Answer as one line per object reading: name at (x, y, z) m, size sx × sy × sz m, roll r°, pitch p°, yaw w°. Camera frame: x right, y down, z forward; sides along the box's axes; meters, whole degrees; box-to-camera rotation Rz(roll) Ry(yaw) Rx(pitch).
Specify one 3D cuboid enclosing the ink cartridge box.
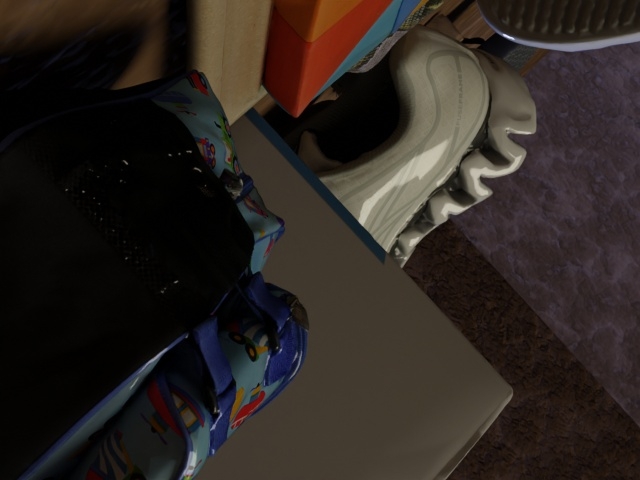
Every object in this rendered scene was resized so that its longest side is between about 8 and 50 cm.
ink cartridge box at (-0.088, 0.110, 0.812) m, size 0.197 × 0.198 × 0.270 m, roll -41°, pitch 179°, yaw -41°

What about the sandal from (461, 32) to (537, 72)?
sandal at (0.055, -0.101, 1.237) m, size 0.254 × 0.054 × 0.097 m, roll -33°, pitch 172°, yaw 13°

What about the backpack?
backpack at (-0.077, 0.026, 0.492) m, size 0.158 × 0.117 × 0.173 m, roll -42°, pitch 180°, yaw 21°

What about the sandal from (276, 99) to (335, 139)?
sandal at (-0.047, -0.014, 1.003) m, size 0.180 × 0.049 × 0.072 m, roll -41°, pitch 178°, yaw 2°

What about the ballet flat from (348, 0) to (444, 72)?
ballet flat at (0.031, -0.112, 0.715) m, size 0.114 × 0.041 × 0.041 m, roll -45°, pitch 176°, yaw 42°

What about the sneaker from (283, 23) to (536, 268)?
sneaker at (0.000, 0.000, 0.948) m, size 0.118 × 0.110 × 0.292 m, roll 25°, pitch 99°, yaw -49°

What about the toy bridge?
toy bridge at (0.044, -0.110, 1.063) m, size 0.063 × 0.026 × 0.188 m, roll -41°, pitch 178°, yaw 23°

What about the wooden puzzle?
wooden puzzle at (0.043, -0.126, 0.559) m, size 0.221 × 0.044 × 0.238 m, roll -42°, pitch 178°, yaw -13°

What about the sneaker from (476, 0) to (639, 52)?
sneaker at (0.243, -0.175, 1.054) m, size 0.282 × 0.102 × 0.161 m, roll -14°, pitch 171°, yaw 7°
